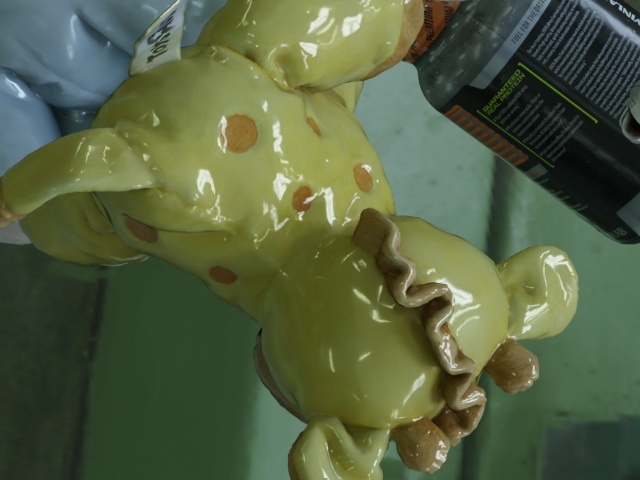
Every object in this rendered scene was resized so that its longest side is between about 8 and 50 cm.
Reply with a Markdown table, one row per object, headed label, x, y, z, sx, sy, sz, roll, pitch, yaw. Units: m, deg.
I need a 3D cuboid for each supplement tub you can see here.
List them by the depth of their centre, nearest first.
| label | x | y | z | sx | sy | sz | roll | pitch | yaw |
| --- | --- | --- | --- | --- | --- | --- | --- | --- | --- |
| supplement tub | 0.233 | -0.156 | 1.456 | 0.316 | 0.193 | 0.193 | 36 | 67 | -7 |

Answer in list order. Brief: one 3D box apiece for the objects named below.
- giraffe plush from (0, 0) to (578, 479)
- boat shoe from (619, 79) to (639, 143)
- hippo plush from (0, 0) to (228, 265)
| label | x | y | z | sx | sy | sz | roll | pitch | yaw |
| --- | --- | --- | --- | --- | --- | --- | --- | --- | --- |
| giraffe plush | 0.000 | 0.000 | 0.546 | 0.181 | 0.210 | 0.170 | -40 | 91 | 3 |
| boat shoe | 0.203 | -0.078 | 0.942 | 0.035 | 0.100 | 0.035 | -42 | 89 | 5 |
| hippo plush | -0.143 | -0.139 | 0.958 | 0.294 | 0.234 | 0.236 | 22 | 31 | -8 |
